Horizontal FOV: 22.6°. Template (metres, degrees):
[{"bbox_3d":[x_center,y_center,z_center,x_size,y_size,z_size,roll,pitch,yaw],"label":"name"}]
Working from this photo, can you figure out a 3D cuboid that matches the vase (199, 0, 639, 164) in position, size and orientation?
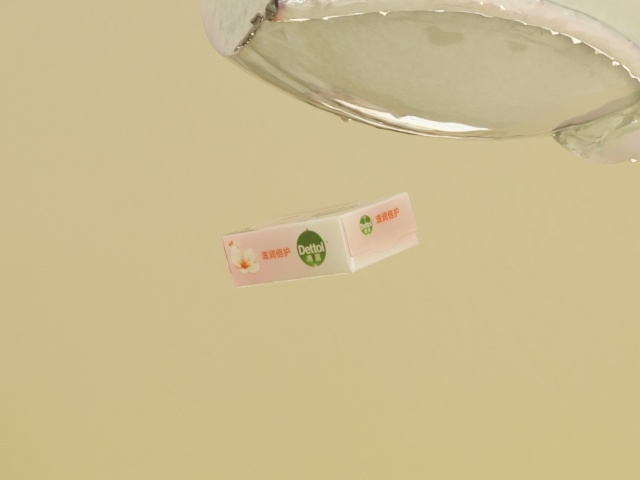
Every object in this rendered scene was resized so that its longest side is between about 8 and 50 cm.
[{"bbox_3d":[0.164,-0.153,0.837,0.445,0.250,0.250,7,133,-21],"label":"vase"}]

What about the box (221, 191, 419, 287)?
[{"bbox_3d":[0.000,0.000,1.219,0.125,0.043,0.089,-9,-173,39],"label":"box"}]
